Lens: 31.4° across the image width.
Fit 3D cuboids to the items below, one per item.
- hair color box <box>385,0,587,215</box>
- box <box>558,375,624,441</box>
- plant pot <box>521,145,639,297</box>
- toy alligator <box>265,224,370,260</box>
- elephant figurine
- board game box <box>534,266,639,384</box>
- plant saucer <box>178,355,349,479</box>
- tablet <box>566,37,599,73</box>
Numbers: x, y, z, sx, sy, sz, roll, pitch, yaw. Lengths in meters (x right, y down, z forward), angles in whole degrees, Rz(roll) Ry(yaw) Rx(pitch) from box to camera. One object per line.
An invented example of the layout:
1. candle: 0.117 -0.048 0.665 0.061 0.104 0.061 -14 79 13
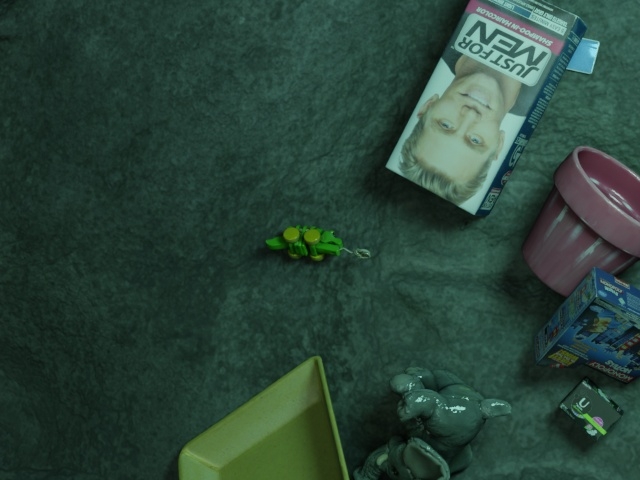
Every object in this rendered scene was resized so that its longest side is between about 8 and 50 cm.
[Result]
1. hair color box: 0.266 -0.230 1.829 0.174 0.105 0.347 30 101 18
2. box: 0.434 0.270 1.823 0.083 0.052 0.062 44 104 13
3. plant pot: 0.416 -0.015 1.757 0.201 0.201 0.180 42 119 12
4. toy alligator: 0.000 0.000 1.955 0.190 0.056 0.051 5 53 17
5. elephant figurine: 0.175 0.340 1.873 0.169 0.186 0.239 2 107 -25
6. board game box: 0.433 0.147 1.766 0.194 0.060 0.194 26 137 -21
7. plant saucer: -0.084 0.402 1.901 0.333 0.332 0.081 -36 124 16
8. tablet: 0.403 -0.303 1.838 0.083 0.006 0.054 15 96 16
